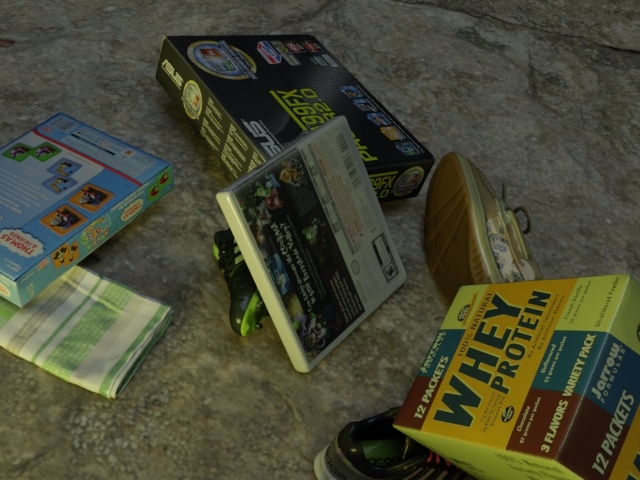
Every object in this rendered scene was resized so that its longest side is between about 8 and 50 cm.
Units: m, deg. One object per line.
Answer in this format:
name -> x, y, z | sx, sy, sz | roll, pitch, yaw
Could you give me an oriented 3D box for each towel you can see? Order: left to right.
towel -> -0.225, 0.070, 0.764 | 0.152, 0.023, 0.113 | 24, 46, 7

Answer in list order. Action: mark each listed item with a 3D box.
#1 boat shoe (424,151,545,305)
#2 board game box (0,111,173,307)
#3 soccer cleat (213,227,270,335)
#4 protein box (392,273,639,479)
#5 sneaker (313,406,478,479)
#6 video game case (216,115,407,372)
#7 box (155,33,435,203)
boat shoe -> 0.181, 0.033, 0.869 | 0.089, 0.105, 0.285 | 2, 58, -21
board game box -> -0.275, -0.040, 0.824 | 0.160, 0.039, 0.211 | 25, 45, 21
soccer cleat -> -0.076, 0.026, 0.830 | 0.072, 0.060, 0.179 | 7, 40, 4
protein box -> 0.205, 0.138, 0.636 | 0.201, 0.200, 0.136 | 34, 72, -18
sneaker -> 0.083, 0.181, 0.714 | 0.170, 0.075, 0.063 | 3, 48, -14
video game case -> 0.000, 0.000, 0.805 | 0.022, 0.190, 0.173 | -2, 27, 45
box -> -0.032, -0.141, 0.953 | 0.216, 0.060, 0.270 | -10, 48, -37
